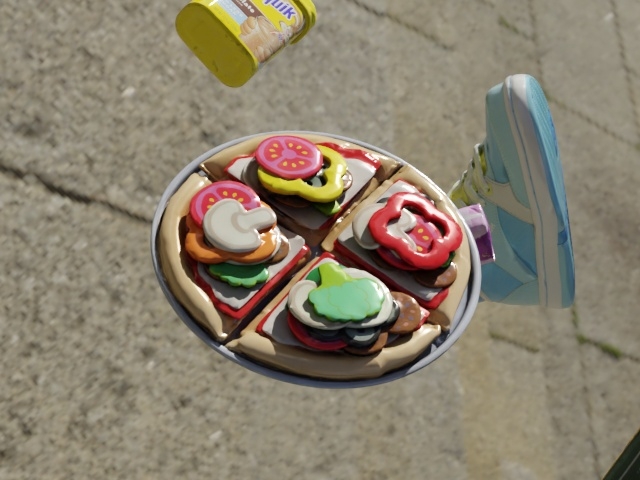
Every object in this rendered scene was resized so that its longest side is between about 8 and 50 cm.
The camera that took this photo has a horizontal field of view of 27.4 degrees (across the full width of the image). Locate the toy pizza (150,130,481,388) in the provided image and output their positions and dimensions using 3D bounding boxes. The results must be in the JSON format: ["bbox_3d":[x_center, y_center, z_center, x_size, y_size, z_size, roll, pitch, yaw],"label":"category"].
[{"bbox_3d":[0.000,0.000,0.786,0.201,0.032,0.201,6,49,-7],"label":"toy pizza"}]

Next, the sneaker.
[{"bbox_3d":[0.156,-0.034,1.401,0.127,0.208,0.319,-82,162,-44],"label":"sneaker"}]

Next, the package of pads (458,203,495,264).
[{"bbox_3d":[0.097,0.005,1.057,0.050,0.083,0.032,66,10,-49],"label":"package of pads"}]

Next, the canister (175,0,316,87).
[{"bbox_3d":[-0.093,-0.277,1.651,0.126,0.073,0.170,47,41,-6],"label":"canister"}]

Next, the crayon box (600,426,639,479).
[{"bbox_3d":[0.306,0.120,0.823,0.083,0.203,0.323,42,22,32],"label":"crayon box"}]
